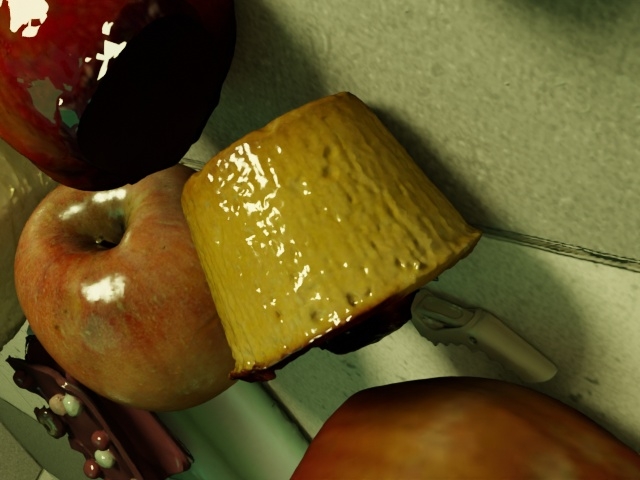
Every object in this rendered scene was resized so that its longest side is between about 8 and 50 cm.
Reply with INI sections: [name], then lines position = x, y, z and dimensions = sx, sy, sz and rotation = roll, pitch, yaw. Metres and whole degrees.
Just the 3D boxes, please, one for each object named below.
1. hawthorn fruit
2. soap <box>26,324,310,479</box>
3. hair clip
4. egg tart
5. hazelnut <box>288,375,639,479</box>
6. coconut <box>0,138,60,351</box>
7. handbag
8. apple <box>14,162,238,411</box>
[hawthorn fruit]
position = -0.186, -0.160, 0.726
dimensions = 0.249, 0.215, 0.215
rotation = 41, 151, 5
[soap]
position = -0.182, 0.234, 1.275
dimensions = 0.446, 0.156, 0.261
rotation = 52, 150, -14
[hair clip]
position = 0.096, 0.061, 0.811
dimensions = 0.226, 0.034, 0.072
rotation = 19, 141, 39
[egg tart]
position = 0.000, 0.000, 0.703
dimensions = 0.171, 0.215, 0.215
rotation = 60, 151, 2
[hazelnut]
position = 0.125, 0.268, 0.739
dimensions = 0.365, 0.366, 0.366
rotation = 32, 149, 23
[coconut]
position = -0.465, -0.060, 1.032
dimensions = 0.344, 0.415, 0.415
rotation = -6, 126, 30
[handbag]
position = -0.269, 0.208, 1.121
dimensions = 0.216, 0.074, 0.203
rotation = -2, 125, 51
[apple]
position = -0.168, 0.047, 0.938
dimensions = 0.253, 0.253, 0.254
rotation = 32, 149, 23
